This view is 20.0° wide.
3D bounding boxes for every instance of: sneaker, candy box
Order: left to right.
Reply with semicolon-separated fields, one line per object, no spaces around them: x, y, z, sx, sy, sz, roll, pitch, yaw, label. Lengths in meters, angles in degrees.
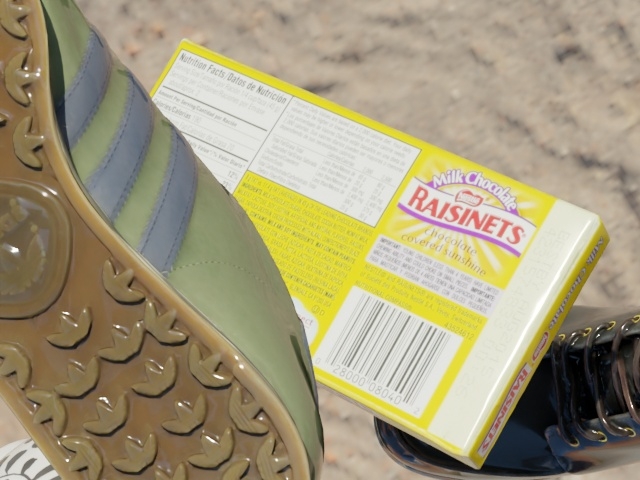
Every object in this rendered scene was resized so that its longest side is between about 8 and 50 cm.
-0.061;-0.011;0.419;0.192;0.064;0.086;56;-172;4;sneaker
0.000;0.000;0.720;0.206;0.105;0.027;26;167;29;candy box
0.125;0.058;0.802;0.118;0.222;0.083;41;-139;-74;sneaker

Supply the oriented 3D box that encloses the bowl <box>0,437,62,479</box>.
-0.107;0.133;0.751;0.080;0.170;0.170;28;134;30;bowl
